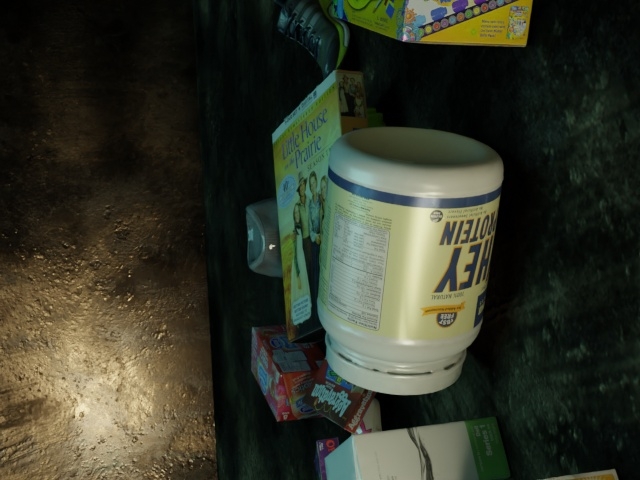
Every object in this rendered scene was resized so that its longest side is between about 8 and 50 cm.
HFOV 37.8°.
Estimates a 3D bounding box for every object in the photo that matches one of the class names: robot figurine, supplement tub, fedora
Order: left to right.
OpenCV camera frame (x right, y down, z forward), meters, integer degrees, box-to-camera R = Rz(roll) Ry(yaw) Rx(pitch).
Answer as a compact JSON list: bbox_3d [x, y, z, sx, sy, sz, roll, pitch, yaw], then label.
[{"bbox_3d":[-0.087,-0.006,1.917,0.275,0.124,0.244,-139,49,-67],"label":"fedora"},{"bbox_3d":[0.080,-0.179,1.674,0.101,0.067,0.115,46,137,46],"label":"robot figurine"},{"bbox_3d":[0.117,0.024,1.296,0.235,0.235,0.325,-128,39,-62],"label":"supplement tub"}]

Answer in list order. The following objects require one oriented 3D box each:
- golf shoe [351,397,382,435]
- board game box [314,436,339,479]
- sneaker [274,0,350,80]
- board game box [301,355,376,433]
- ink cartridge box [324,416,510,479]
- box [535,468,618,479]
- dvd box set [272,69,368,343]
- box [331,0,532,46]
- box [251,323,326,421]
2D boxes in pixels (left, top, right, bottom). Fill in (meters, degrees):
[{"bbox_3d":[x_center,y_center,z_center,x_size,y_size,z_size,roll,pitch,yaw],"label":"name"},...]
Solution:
[{"bbox_3d":[0.101,0.381,1.720,0.086,0.067,0.186,-6,72,33],"label":"golf shoe"},{"bbox_3d":[0.024,0.517,1.854,0.347,0.056,0.208,93,165,-72],"label":"board game box"},{"bbox_3d":[-0.022,-0.421,1.879,0.111,0.121,0.300,105,156,-44],"label":"sneaker"},{"bbox_3d":[0.044,0.278,1.806,0.145,0.027,0.281,-63,15,-8],"label":"board game box"},{"bbox_3d":[0.130,0.322,1.322,0.160,0.219,0.093,121,142,-61],"label":"ink cartridge box"},{"bbox_3d":[0.266,0.349,1.082,0.203,0.103,0.114,118,145,-59],"label":"box"},{"bbox_3d":[0.007,-0.049,1.662,0.307,0.062,0.420,148,121,-61],"label":"dvd box set"},{"bbox_3d":[0.148,-0.418,1.240,0.290,0.177,0.279,-133,44,-65],"label":"box"},{"bbox_3d":[-0.069,0.294,2.123,0.257,0.128,0.123,-133,44,-64],"label":"box"}]
